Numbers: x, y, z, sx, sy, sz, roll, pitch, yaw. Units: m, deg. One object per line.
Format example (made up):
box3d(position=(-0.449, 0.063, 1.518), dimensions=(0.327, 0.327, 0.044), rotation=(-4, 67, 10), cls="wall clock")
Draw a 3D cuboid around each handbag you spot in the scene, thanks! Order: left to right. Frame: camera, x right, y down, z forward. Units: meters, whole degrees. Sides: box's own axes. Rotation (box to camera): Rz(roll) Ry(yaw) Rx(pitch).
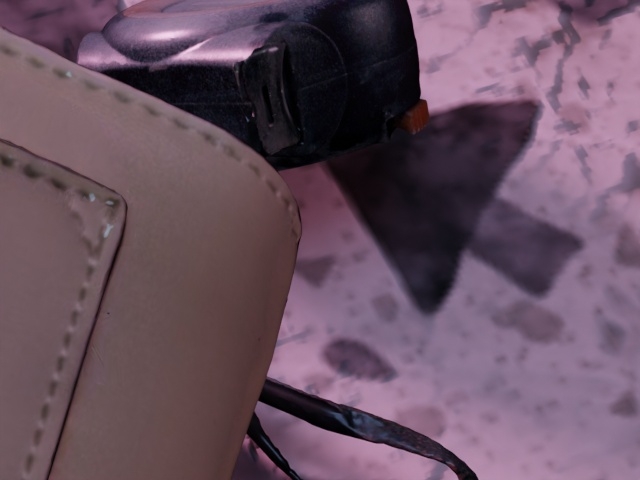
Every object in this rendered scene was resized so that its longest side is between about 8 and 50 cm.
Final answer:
box3d(position=(-0.153, 0.120, 0.309), dimensions=(0.236, 0.160, 0.358), rotation=(20, 63, -11), cls="handbag")

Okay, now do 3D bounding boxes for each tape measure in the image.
box3d(position=(-0.003, 0.001, 0.501), dimensions=(0.107, 0.104, 0.180), rotation=(-26, 97, -47), cls="tape measure")
